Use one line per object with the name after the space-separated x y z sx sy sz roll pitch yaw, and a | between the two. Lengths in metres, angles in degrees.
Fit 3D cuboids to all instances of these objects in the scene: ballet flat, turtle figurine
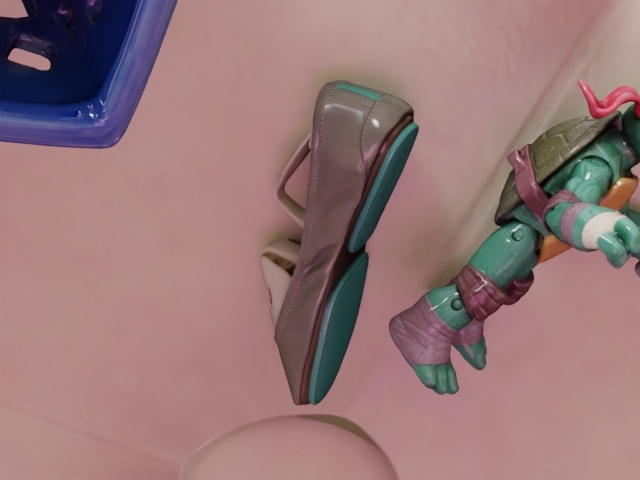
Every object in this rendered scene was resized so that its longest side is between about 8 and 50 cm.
0.000 0.000 1.152 0.068 0.072 0.213 25 122 14 | ballet flat
0.151 -0.007 1.120 0.234 0.118 0.175 -39 158 23 | turtle figurine

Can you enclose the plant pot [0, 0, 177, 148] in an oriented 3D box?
-0.187 -0.203 0.892 0.236 0.212 0.236 7 124 -26 | plant pot
